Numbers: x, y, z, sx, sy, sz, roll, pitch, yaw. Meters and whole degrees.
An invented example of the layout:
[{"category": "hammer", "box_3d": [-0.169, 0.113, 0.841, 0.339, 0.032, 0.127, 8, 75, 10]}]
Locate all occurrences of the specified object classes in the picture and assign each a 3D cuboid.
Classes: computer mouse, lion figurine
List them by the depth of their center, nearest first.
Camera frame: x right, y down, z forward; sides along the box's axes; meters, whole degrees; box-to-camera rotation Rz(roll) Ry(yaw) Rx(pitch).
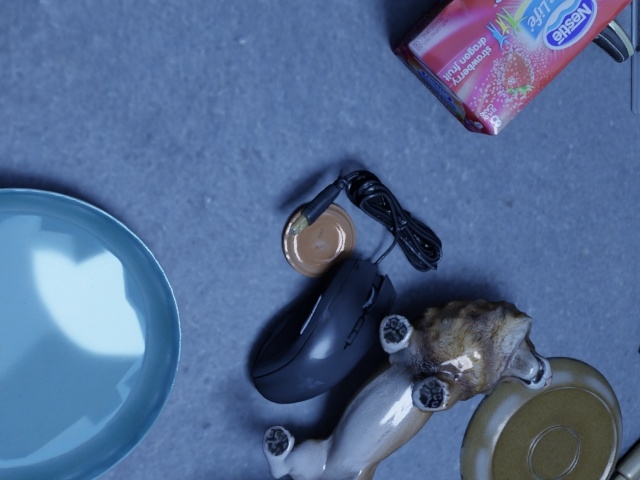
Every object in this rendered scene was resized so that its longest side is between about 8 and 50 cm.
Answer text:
[{"category": "computer mouse", "box_3d": [0.014, 0.055, 0.979, 0.262, 0.060, 0.184, -45, 125, -6]}, {"category": "lion figurine", "box_3d": [0.066, 0.197, 1.008, 0.392, 0.240, 0.142, -39, 72, 8]}]

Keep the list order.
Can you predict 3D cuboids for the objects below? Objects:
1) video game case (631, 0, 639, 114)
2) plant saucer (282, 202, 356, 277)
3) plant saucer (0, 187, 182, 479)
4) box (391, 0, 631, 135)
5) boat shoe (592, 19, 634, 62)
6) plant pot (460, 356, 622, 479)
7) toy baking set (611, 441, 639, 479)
[{"category": "video game case", "box_3d": [0.455, -0.301, 1.093, 0.204, 0.025, 0.285, -10, 107, -18]}, {"category": "plant saucer", "box_3d": [0.000, 0.000, 1.001, 0.083, 0.013, 0.083, -5, 104, -20]}, {"category": "plant saucer", "box_3d": [-0.294, 0.102, 0.899, 0.318, 0.044, 0.317, -5, 105, -19]}, {"category": "box", "box_3d": [0.209, -0.238, 0.930, 0.257, 0.122, 0.128, -44, 100, 4]}, {"category": "boat shoe", "box_3d": [0.281, -0.244, 1.028, 0.152, 0.056, 0.049, 39, 94, -14]}, {"category": "plant pot", "box_3d": [0.287, 0.263, 1.167, 0.236, 0.032, 0.236, -6, 106, -20]}, {"category": "toy baking set", "box_3d": [0.488, 0.320, 1.263, 0.256, 0.030, 0.197, -48, 117, -3]}]
